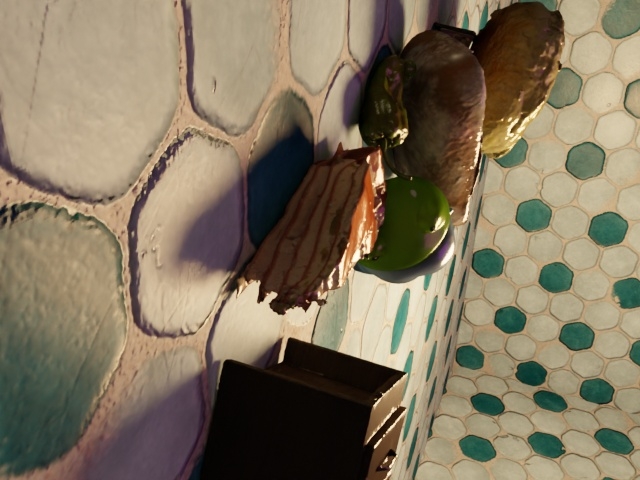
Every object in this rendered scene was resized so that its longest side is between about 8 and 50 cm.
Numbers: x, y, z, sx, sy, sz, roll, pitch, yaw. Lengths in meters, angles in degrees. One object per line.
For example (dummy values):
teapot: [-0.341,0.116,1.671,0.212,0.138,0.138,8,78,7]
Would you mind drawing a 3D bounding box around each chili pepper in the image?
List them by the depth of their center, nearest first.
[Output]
chili pepper: [0.088,-0.175,0.793,0.072,0.073,0.203,50,41,-44]

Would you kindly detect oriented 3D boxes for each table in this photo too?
table: [-0.009,0.227,0.614,0.169,0.173,0.193,5,97,-70]

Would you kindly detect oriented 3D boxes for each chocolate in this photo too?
chocolate: [0.174,-0.170,0.935,0.101,0.185,0.303,-19,130,-17]

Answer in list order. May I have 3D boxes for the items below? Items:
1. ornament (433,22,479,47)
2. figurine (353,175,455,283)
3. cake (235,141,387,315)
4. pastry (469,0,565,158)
ornament: [0.251,-0.316,1.141,0.088,0.081,0.203,-11,113,-68]
figurine: [0.113,-0.020,0.850,0.263,0.162,0.143,-53,120,-80]
cake: [0.006,0.002,0.630,0.287,0.098,0.135,-55,150,-49]
pastry: [0.365,-0.330,1.169,0.330,0.137,0.329,-162,-90,-83]
